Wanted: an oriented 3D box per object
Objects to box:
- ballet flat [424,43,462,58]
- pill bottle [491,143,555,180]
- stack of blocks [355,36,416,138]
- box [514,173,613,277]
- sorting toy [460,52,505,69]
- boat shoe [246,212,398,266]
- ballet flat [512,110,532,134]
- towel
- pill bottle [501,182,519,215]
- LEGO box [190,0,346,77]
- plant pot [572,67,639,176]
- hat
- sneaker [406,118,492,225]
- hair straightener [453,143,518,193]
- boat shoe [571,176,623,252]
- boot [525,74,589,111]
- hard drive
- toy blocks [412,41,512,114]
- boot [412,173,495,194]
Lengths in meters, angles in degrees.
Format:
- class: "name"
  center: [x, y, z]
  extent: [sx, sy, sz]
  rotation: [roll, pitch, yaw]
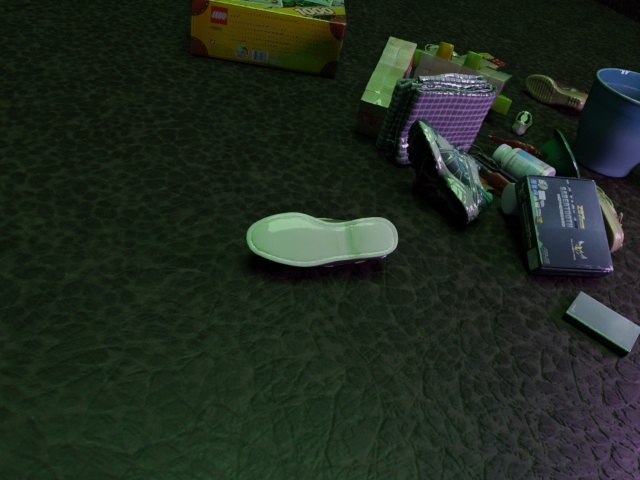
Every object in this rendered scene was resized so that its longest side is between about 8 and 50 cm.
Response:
- class: "ballet flat"
  center: [0.469, -0.706, 2.018]
  extent: [0.073, 0.067, 0.206]
  rotation: [-42, 45, -11]
- class: "pill bottle"
  center: [0.560, -0.201, 1.467]
  extent: [0.087, 0.087, 0.160]
  rotation: [-22, 51, -35]
- class: "stack of blocks"
  center: [0.195, -0.443, 1.582]
  extent: [0.087, 0.171, 0.297]
  rotation: [19, 58, 8]
- class: "box"
  center: [0.558, -0.033, 1.217]
  extent: [0.183, 0.059, 0.232]
  rotation: [4, 70, -12]
- class: "sorting toy"
  center: [0.608, -0.680, 2.069]
  extent: [0.132, 0.046, 0.274]
  rotation: [38, 47, 27]
- class: "boat shoe"
  center: [0.000, 0.005, 1.075]
  extent: [0.305, 0.091, 0.109]
  rotation: [-1, 79, -13]
- class: "ballet flat"
  center: [0.682, -0.403, 1.762]
  extent: [0.057, 0.052, 0.168]
  rotation: [24, 41, 13]
- class: "towel"
  center: [0.317, -0.329, 1.440]
  extent: [0.284, 0.235, 0.121]
  rotation: [-9, 50, -24]
- class: "pill bottle"
  center: [0.564, -0.097, 1.331]
  extent: [0.194, 0.108, 0.108]
  rotation: [4, 41, -10]
- class: "LEGO box"
  center: [-0.175, -0.773, 1.852]
  extent: [0.500, 0.193, 0.372]
  rotation: [7, 41, -7]
- class: "plant pot"
  center: [0.907, -0.343, 1.596]
  extent: [0.272, 0.255, 0.271]
  rotation: [8, 40, -7]
- class: "hat"
  center: [0.623, -0.217, 1.536]
  extent: [0.184, 0.173, 0.208]
  rotation: [-20, 45, 16]
- class: "sneaker"
  center: [0.317, -0.178, 1.297]
  extent: [0.122, 0.110, 0.283]
  rotation: [-27, 85, -22]
- class: "hair straightener"
  center: [0.463, -0.194, 1.442]
  extent: [0.230, 0.047, 0.089]
  rotation: [37, 44, 14]
- class: "boat shoe"
  center: [0.711, -0.071, 1.343]
  extent: [0.089, 0.104, 0.285]
  rotation: [7, 39, -3]
- class: "boot"
  center: [0.918, -0.555, 2.003]
  extent: [0.248, 0.090, 0.207]
  rotation: [38, 34, 29]
- class: "hard drive"
  center: [0.581, 0.170, 1.090]
  extent: [0.135, 0.022, 0.094]
  rotation: [36, 45, 25]
- class: "toy blocks"
  center: [0.506, -0.574, 1.843]
  extent: [0.381, 0.190, 0.261]
  rotation: [27, 31, 17]
- class: "boot"
  center: [0.348, -0.148, 1.364]
  extent: [0.197, 0.073, 0.152]
  rotation: [-24, 58, -30]
